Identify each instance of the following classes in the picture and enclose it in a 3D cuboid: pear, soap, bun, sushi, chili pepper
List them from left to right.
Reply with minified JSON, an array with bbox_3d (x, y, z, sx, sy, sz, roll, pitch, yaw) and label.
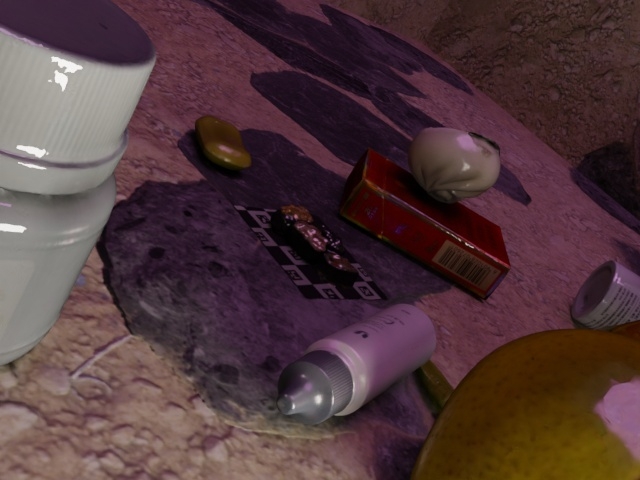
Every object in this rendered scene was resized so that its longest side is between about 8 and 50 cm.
[{"bbox_3d":[-0.164,-0.161,1.321,0.089,0.045,0.140,21,25,-31],"label":"soap"},{"bbox_3d":[0.000,0.000,1.209,0.192,0.050,0.215,5,36,-47],"label":"sushi"},{"bbox_3d":[0.165,0.204,1.034,0.049,0.043,0.208,-2,39,-34],"label":"chili pepper"},{"bbox_3d":[0.240,-0.130,1.453,0.173,0.119,0.173,16,-8,2],"label":"bun"},{"bbox_3d":[0.287,0.220,0.767,0.387,0.191,0.340,-21,57,-21],"label":"pear"}]

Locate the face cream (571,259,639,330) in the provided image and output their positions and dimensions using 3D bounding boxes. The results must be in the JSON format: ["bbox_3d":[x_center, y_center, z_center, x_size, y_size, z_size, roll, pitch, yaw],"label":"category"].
[{"bbox_3d":[0.704,0.196,1.599,0.370,0.145,0.145,32,23,-3],"label":"face cream"}]

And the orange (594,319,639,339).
[{"bbox_3d":[0.432,0.242,1.042,0.334,0.263,0.196,-89,162,-47],"label":"orange"}]

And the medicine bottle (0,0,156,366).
[{"bbox_3d":[-0.290,-0.068,0.654,0.245,0.306,0.245,27,25,-14],"label":"medicine bottle"}]

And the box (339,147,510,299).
[{"bbox_3d":[0.194,-0.035,1.474,0.313,0.089,0.197,31,24,-7],"label":"box"}]

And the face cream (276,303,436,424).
[{"bbox_3d":[0.040,0.147,0.926,0.092,0.092,0.311,41,25,18],"label":"face cream"}]
